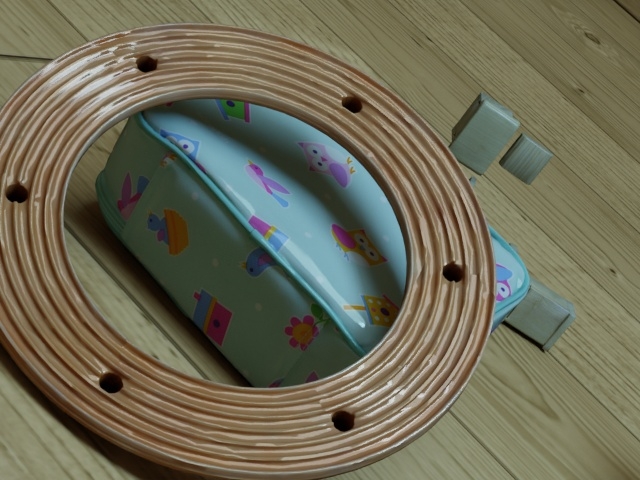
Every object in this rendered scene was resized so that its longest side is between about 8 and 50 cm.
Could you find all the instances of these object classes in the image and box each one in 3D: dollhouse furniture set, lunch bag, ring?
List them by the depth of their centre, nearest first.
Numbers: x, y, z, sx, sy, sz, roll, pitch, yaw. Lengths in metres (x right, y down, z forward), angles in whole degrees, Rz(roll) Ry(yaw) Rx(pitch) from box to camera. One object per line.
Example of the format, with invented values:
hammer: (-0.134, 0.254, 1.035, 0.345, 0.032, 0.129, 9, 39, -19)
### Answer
ring: (-0.053, 0.002, 1.165, 0.337, 0.032, 0.336, 9, 54, -13)
lunch bag: (0.000, 0.000, 1.305, 0.279, 0.108, 0.224, 46, 37, 15)
dollhouse furniture set: (0.164, -0.003, 1.556, 0.182, 0.161, 0.101, 32, 21, -10)
